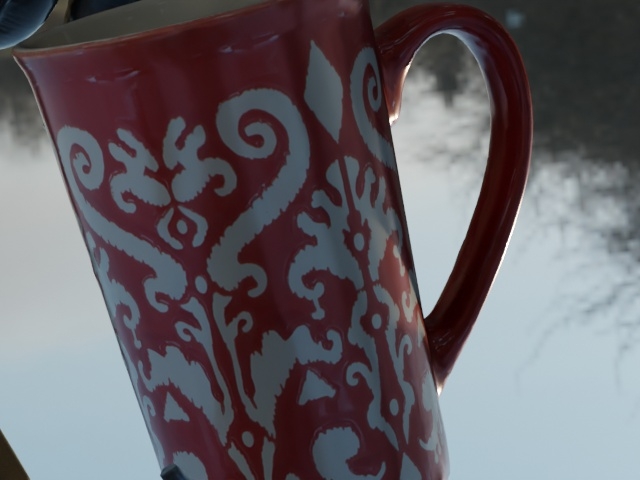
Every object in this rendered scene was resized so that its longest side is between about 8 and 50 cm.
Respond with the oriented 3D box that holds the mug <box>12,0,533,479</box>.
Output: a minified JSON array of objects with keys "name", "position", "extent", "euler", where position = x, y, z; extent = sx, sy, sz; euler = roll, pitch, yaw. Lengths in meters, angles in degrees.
[{"name":"mug","position":[-0.003,0.003,0.574],"extent":[0.150,0.169,0.113],"euler":[-11,-167,11]}]

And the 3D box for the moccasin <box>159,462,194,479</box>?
[{"name":"moccasin","position":[-0.023,0.121,0.394],"extent":[0.117,0.138,0.342],"euler":[-12,170,-33]}]

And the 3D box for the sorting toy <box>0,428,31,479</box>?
[{"name":"sorting toy","position":[-0.270,0.011,0.931],"extent":[0.041,0.229,0.307],"euler":[-43,-148,-4]}]

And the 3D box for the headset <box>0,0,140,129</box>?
[{"name":"headset","position":[-0.117,-0.166,0.892],"extent":[0.243,0.185,0.394],"euler":[9,-151,-27]}]
